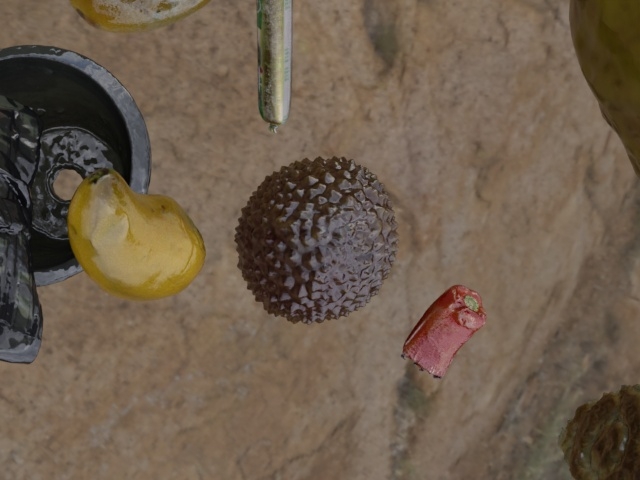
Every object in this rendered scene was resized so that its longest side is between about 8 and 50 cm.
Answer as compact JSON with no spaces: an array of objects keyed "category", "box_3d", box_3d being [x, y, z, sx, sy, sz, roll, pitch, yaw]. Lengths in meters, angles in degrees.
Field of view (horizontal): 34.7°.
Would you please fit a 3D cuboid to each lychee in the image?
[{"category":"lychee","box_3d":[0.000,0.000,1.565,0.267,0.267,0.267,-16,117,-35]}]

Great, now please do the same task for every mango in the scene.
[{"category":"mango","box_3d":[-0.154,0.003,0.866,0.098,0.075,0.190,-66,159,-8]},{"category":"mango","box_3d":[-0.296,-0.474,1.829,0.316,0.146,0.192,-18,78,-11]}]

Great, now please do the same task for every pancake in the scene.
[{"category":"pancake","box_3d":[0.279,0.155,0.806,0.057,0.244,0.266,20,84,-20]}]

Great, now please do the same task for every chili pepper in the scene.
[{"category":"chili pepper","box_3d":[0.168,0.118,1.361,0.123,0.073,0.070,-53,157,21]}]

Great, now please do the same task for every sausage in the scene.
[{"category":"sausage","box_3d":[-0.039,-0.208,0.874,0.033,0.033,0.269,-25,134,-31]}]

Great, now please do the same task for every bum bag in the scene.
[{"category":"bum bag","box_3d":[-0.336,-0.031,0.985,0.144,0.340,0.095,21,134,-34]}]

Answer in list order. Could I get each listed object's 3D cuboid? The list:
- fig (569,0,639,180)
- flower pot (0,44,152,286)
[{"category":"fig","box_3d":[0.384,-0.180,0.819,0.343,0.343,0.343,-16,117,-35]},{"category":"flower pot","box_3d":[-0.312,-0.074,1.176,0.269,0.269,0.166,-60,175,-5]}]
